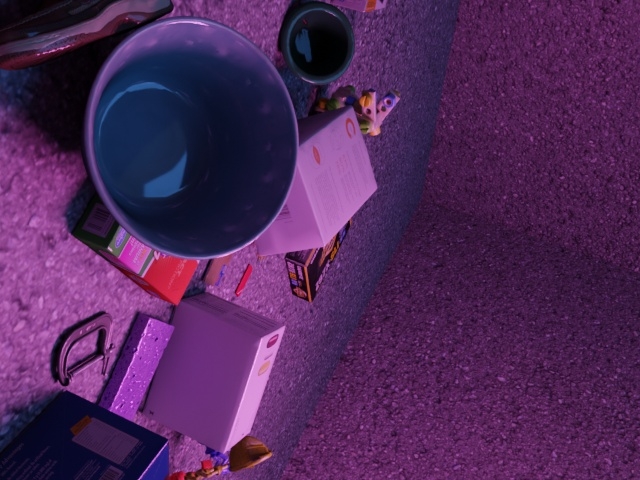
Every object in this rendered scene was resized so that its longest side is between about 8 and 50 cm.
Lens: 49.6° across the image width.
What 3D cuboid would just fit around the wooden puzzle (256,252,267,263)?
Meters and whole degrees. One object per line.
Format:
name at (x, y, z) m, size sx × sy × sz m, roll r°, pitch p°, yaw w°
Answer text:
wooden puzzle at (-0.149, 0.035, 1.814) m, size 0.083 × 0.006 × 0.049 m, roll -21°, pitch 129°, yaw -71°

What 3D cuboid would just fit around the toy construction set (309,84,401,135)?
toy construction set at (0.070, -0.257, 1.800) m, size 0.151 × 0.214 × 0.328 m, roll -40°, pitch 147°, yaw -61°

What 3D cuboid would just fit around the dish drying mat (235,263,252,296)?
dish drying mat at (-0.192, 0.101, 1.744) m, size 0.032 × 0.008 × 0.083 m, roll 73°, pitch 40°, yaw -65°

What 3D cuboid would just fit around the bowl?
bowl at (-0.201, -0.133, 0.952) m, size 0.311 × 0.163 × 0.312 m, roll -3°, pitch 95°, yaw -40°

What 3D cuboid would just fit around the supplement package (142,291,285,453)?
supplement package at (-0.224, 0.273, 1.470) m, size 0.145 × 0.203 × 0.262 m, roll -11°, pitch 121°, yaw -72°

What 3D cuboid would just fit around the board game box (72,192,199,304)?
board game box at (-0.264, -0.048, 1.168) m, size 0.316 × 0.064 × 0.242 m, roll 68°, pitch 44°, yaw -69°

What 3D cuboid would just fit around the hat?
hat at (-0.035, -0.441, 1.558) m, size 0.208 × 0.183 × 0.173 m, roll 5°, pitch 101°, yaw -32°

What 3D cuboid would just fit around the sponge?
sponge at (-0.352, 0.246, 1.314) m, size 0.117 × 0.031 × 0.210 m, roll 54°, pitch 59°, yaw -73°

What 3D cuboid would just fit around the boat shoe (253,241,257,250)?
boat shoe at (-0.076, -0.089, 1.731) m, size 0.098 × 0.096 × 0.277 m, roll 77°, pitch 36°, yaw -64°

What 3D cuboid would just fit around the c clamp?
c clamp at (-0.383, 0.190, 1.143) m, size 0.160 × 0.022 × 0.137 m, roll -26°, pitch 134°, yaw -70°

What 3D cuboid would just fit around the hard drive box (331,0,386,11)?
hard drive box at (0.118, -0.680, 1.662) m, size 0.181 × 0.089 × 0.232 m, roll -45°, pitch 152°, yaw -59°

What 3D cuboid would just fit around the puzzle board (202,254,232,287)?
puzzle board at (-0.222, 0.039, 1.548) m, size 0.096 × 0.011 × 0.128 m, roll 50°, pitch 62°, yaw -75°

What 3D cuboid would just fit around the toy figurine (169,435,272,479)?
toy figurine at (-0.266, 0.443, 1.631) m, size 0.362 × 0.191 × 0.217 m, roll -38°, pitch -121°, yaw 55°

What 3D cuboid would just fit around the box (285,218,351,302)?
box at (0.000, 0.000, 2.174) m, size 0.257 × 0.079 × 0.322 m, roll 87°, pitch 27°, yaw -61°

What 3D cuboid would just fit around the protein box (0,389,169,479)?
protein box at (-0.373, 0.377, 1.071) m, size 0.200 × 0.201 × 0.136 m, roll -52°, pitch 158°, yaw -49°

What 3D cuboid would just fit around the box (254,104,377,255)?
box at (-0.028, -0.141, 1.544) m, size 0.345 × 0.168 × 0.215 m, roll -46°, pitch 122°, yaw -56°

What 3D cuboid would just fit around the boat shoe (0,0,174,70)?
boat shoe at (-0.283, -0.273, 0.797) m, size 0.257 × 0.095 × 0.095 m, roll -47°, pitch 120°, yaw -51°
